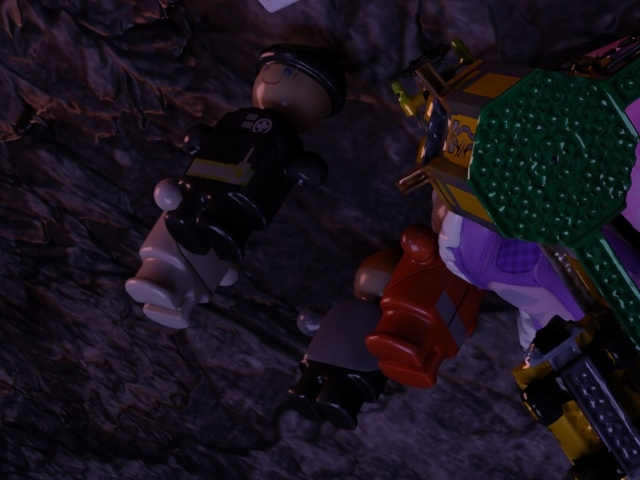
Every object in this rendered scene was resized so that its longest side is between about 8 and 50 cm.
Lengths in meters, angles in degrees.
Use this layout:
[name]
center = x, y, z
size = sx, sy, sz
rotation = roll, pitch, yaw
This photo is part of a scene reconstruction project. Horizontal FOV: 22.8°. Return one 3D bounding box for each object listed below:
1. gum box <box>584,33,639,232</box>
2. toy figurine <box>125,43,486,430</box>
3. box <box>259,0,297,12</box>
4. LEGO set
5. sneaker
[gum box]
center = 0.216, -0.036, 0.828
size = 0.188, 0.062, 0.107
rotation = 44, 147, -19
[toy figurine]
center = 0.000, 0.000, 0.994
size = 0.213, 0.148, 0.209
rotation = 32, 154, -5
[box]
center = 0.025, -0.202, 0.721
size = 0.114, 0.103, 0.203
rotation = 46, 145, -22
[LEGO set]
center = 0.183, -0.049, 0.654
size = 0.255, 0.331, 0.192
rotation = 47, 177, -15
[sneaker]
center = 0.149, 0.020, 0.882
size = 0.104, 0.095, 0.236
rotation = 35, 174, 36
